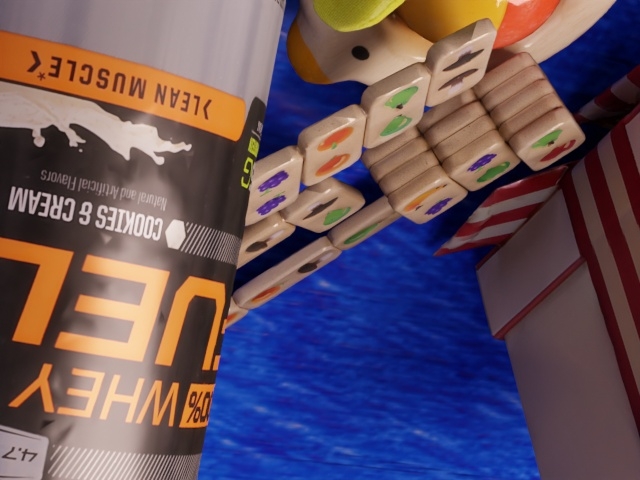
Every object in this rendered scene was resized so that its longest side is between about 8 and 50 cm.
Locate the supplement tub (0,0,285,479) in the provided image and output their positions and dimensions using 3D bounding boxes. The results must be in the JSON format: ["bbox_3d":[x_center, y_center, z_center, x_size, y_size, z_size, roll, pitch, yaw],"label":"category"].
[{"bbox_3d":[-0.129,0.021,0.620,0.193,0.193,0.316,12,88,-30],"label":"supplement tub"}]

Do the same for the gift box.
[{"bbox_3d":[0.225,0.054,0.858,0.255,0.258,0.276,10,145,-32],"label":"gift box"}]

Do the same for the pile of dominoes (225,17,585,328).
[{"bbox_3d":[0.000,0.000,0.786,0.251,0.040,0.196,-33,166,10],"label":"pile of dominoes"}]

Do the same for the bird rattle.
[{"bbox_3d":[0.079,-0.150,0.732,0.253,0.143,0.207,-14,147,-29],"label":"bird rattle"}]
